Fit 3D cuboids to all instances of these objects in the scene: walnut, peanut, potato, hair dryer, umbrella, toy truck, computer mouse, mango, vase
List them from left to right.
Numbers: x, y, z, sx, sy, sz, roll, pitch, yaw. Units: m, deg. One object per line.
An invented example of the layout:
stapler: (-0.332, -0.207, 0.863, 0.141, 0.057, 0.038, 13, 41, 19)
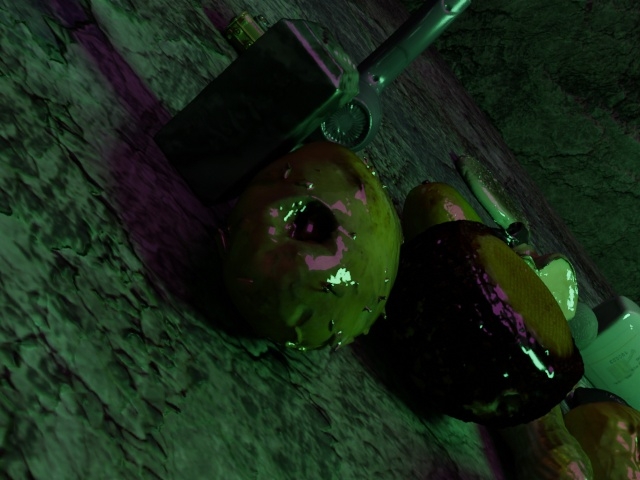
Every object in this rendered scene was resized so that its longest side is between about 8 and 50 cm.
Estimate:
toy truck: (-0.079, -0.263, 1.330, 0.123, 0.052, 0.063, 48, 22, -6)
potato: (0.000, 0.000, 0.847, 0.300, 0.140, 0.173, -38, 120, -72)
hair dryer: (0.112, -0.276, 1.338, 0.121, 0.361, 0.301, 46, 11, -16)
mango: (0.189, 0.025, 1.329, 0.125, 0.111, 0.233, -35, 107, -36)
umbrella: (0.262, 0.001, 1.552, 0.357, 0.113, 0.106, 21, 57, -58)
peanut: (0.256, 0.243, 1.099, 0.087, 0.087, 0.207, 40, 18, -31)
vase: (0.416, 0.153, 1.673, 0.096, 0.096, 0.219, 58, 22, 20)
walnut: (0.361, 0.293, 1.151, 0.159, 0.159, 0.207, 32, 32, -46)
computer mouse: (0.503, 0.317, 1.584, 0.217, 0.073, 0.122, 47, 20, -22)

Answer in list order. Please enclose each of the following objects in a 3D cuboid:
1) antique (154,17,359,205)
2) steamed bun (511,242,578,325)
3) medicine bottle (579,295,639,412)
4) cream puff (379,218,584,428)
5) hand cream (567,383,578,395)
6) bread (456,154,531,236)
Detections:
antique: (-0.054, -0.124, 0.895, 0.088, 0.183, 0.086, 51, 18, 3)
steamed bun: (0.246, 0.100, 1.252, 0.177, 0.106, 0.192, -10, 99, -38)
medicine bottle: (0.617, 0.256, 1.841, 0.296, 0.161, 0.111, 46, 20, -12)
cream puff: (0.164, 0.096, 1.026, 0.239, 0.165, 0.239, 41, 24, -23)
hand cream: (0.370, 0.229, 1.503, 0.052, 0.038, 0.216, 33, 14, 28)
bread: (0.416, -0.101, 2.256, 0.267, 0.040, 0.267, 45, 18, -19)
